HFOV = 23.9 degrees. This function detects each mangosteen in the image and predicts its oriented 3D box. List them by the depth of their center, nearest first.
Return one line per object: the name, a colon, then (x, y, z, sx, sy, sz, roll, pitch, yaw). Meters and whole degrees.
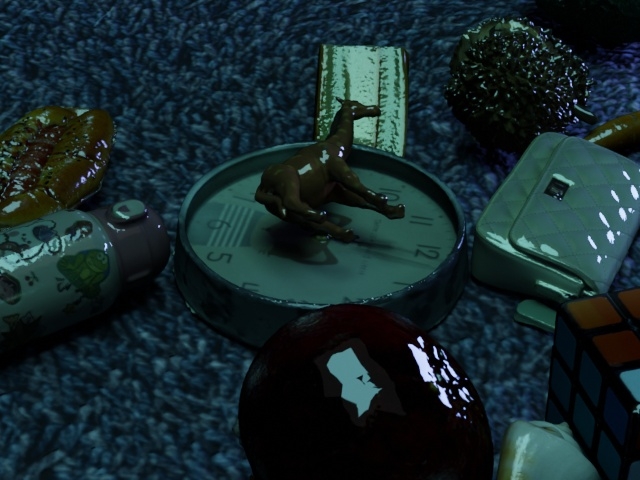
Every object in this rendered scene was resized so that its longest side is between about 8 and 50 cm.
mangosteen: (0.013, 0.185, 1.300, 0.261, 0.235, 0.235, -35, 34, 17)

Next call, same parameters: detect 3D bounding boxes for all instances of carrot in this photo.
carrot: (0.374, -0.132, 1.846, 0.139, 0.048, 0.048, -18, 41, -21)

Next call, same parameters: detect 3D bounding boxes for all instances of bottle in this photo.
bottle: (-0.274, 0.032, 1.550, 0.253, 0.120, 0.120, -24, 43, -28)

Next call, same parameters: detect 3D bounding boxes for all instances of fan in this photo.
fan: (0.285, 0.105, 1.552, 0.193, 0.016, 0.038, 26, 41, 30)

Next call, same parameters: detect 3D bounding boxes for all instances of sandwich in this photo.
sandwich: (0.049, -0.143, 1.882, 0.117, 0.144, 0.187, 2, 73, 1)

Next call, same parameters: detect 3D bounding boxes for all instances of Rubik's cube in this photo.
Rubik's cube: (0.310, 0.147, 1.374, 0.163, 0.162, 0.160, -9, 37, -15)

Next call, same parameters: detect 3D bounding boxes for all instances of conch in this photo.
conch: (0.179, 0.222, 1.328, 0.094, 0.104, 0.176, 40, 59, 17)

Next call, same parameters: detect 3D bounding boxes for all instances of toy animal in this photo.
toy animal: (0.017, -0.085, 1.651, 0.224, 0.066, 0.230, -20, 35, -26)

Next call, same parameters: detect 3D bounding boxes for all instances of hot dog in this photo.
hot dog: (-0.321, -0.077, 1.732, 0.144, 0.075, 0.268, 8, 35, 14)

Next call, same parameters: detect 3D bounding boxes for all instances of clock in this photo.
clock: (0.000, 0.000, 1.644, 0.325, 0.067, 0.325, 0, 36, 0)

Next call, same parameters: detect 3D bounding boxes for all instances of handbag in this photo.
handbag: (0.300, -0.014, 1.666, 0.219, 0.079, 0.256, 19, 42, 17)

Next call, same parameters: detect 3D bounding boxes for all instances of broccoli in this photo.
broccoli: (0.399, -0.390, 2.040, 0.265, 0.245, 0.295, 19, 14, 40)

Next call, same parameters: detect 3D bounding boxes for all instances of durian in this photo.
durian: (0.247, -0.185, 1.826, 0.196, 0.167, 0.196, 11, 45, -11)
